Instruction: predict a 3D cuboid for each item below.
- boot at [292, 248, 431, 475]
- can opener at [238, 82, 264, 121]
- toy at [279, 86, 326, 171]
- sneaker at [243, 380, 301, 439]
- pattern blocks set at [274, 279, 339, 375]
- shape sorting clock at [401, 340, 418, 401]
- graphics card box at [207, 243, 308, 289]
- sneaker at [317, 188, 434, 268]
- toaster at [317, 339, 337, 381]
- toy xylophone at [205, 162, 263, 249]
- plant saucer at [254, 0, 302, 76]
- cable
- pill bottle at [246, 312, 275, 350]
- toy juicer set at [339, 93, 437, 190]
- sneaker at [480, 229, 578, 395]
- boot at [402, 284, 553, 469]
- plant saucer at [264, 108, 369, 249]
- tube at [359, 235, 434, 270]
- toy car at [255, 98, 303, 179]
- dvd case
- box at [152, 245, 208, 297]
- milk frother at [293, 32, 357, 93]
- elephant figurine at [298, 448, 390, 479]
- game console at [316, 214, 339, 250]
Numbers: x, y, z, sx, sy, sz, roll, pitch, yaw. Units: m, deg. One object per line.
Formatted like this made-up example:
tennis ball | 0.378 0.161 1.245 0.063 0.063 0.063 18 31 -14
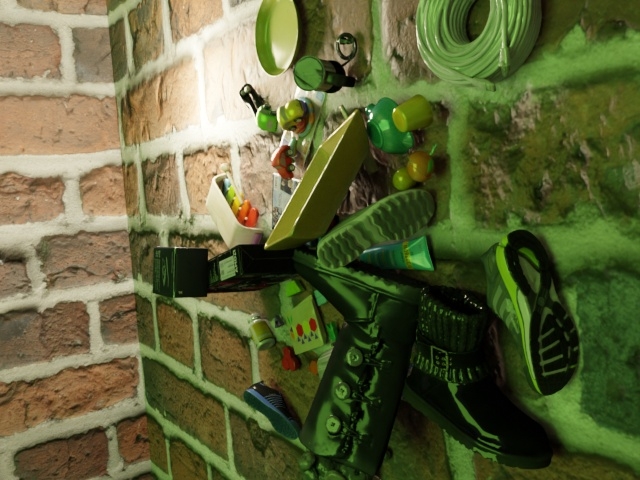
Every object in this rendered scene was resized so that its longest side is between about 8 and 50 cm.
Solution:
boot | 0.039 0.271 1.417 0.367 0.146 0.445 19 100 34
can opener | -0.199 -0.417 1.876 0.059 0.073 0.186 -38 62 8
toy | -0.070 -0.328 1.693 0.137 0.056 0.237 46 131 39
sneaker | -0.140 0.542 1.953 0.232 0.090 0.081 37 127 20
pattern blocks set | -0.046 0.258 1.797 0.325 0.026 0.285 -19 81 55
shape sorting clock | 0.208 0.276 1.419 0.206 0.040 0.206 5 96 54
graphics card box | -0.221 0.091 1.837 0.371 0.233 0.094 -24 69 54
sneaker | 0.114 -0.045 1.338 0.115 0.281 0.105 -108 -6 -68
toaster | 0.082 0.365 1.548 0.146 0.129 0.226 -29 75 58
toy xylophone | -0.294 -0.110 2.036 0.322 0.081 0.236 62 141 27
plant saucer | -0.116 -0.592 1.725 0.241 0.037 0.240 17 110 54
cable | 0.290 -0.418 1.126 0.257 0.089 0.257 32 121 49
pill bottle | -0.201 0.301 1.996 0.116 0.065 0.065 60 140 28
toy juicer set | 0.167 -0.221 1.365 0.329 0.090 0.209 25 138 64
sneaker | 0.378 0.134 1.112 0.121 0.111 0.299 145 115 -70
boot | 0.311 0.256 1.177 0.348 0.131 0.260 25 111 40
plant saucer | -0.001 -0.117 1.449 0.332 0.081 0.333 -63 10 -12
tube | 0.179 0.037 1.416 0.207 0.052 0.080 -9 102 51
toy car | -0.132 -0.313 1.693 0.225 0.053 0.239 49 138 42
dvd case | -0.079 -0.094 1.762 0.253 0.022 0.180 24 115 56
box | -0.432 0.095 1.849 0.207 0.108 0.153 2 90 57
milk frother | 0.017 -0.437 1.474 0.129 0.135 0.143 0 101 24
elephant figurine | 0.067 0.630 1.611 0.239 0.169 0.186 11 135 38
game console | 0.000 0.000 1.629 0.124 0.085 0.144 24 115 51
